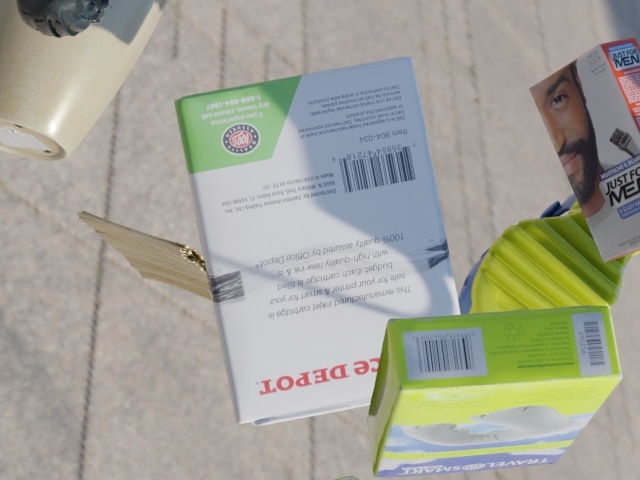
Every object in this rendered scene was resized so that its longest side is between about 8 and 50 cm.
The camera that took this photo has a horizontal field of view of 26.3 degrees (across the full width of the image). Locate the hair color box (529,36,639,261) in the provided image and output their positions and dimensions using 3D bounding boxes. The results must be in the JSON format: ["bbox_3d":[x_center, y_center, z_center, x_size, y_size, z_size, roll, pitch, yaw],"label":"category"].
[{"bbox_3d":[0.255,-0.077,1.167,0.053,0.093,0.167,-15,79,-38],"label":"hair color box"}]

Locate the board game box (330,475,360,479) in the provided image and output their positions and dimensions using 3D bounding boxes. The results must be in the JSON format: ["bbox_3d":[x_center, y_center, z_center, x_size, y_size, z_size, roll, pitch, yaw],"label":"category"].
[{"bbox_3d":[-0.036,0.263,1.188,0.259,0.124,0.039,-3,106,-38],"label":"board game box"}]

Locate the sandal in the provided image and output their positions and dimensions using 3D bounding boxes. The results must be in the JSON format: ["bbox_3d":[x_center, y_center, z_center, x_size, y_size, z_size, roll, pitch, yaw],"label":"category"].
[{"bbox_3d":[0.237,0.028,1.370,0.317,0.138,0.126,-31,79,-42],"label":"sandal"}]

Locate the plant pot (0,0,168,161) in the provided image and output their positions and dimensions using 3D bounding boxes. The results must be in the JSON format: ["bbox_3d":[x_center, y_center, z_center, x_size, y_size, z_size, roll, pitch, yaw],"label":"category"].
[{"bbox_3d":[-0.316,-0.241,1.597,0.256,0.256,0.274,32,66,-49],"label":"plant pot"}]

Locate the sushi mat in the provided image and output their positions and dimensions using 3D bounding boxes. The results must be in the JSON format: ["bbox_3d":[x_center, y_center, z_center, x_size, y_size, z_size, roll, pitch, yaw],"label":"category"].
[{"bbox_3d":[-0.194,0.030,1.725,0.151,0.316,0.019,45,74,-30],"label":"sushi mat"}]

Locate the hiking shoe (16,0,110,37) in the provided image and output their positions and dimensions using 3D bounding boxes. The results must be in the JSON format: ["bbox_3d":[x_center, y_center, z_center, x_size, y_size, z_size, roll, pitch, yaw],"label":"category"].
[{"bbox_3d":[-0.201,-0.263,0.869,0.113,0.132,0.304,77,5,-73],"label":"hiking shoe"}]

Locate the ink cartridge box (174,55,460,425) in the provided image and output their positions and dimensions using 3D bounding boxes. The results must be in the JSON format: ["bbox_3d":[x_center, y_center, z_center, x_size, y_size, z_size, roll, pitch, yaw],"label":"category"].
[{"bbox_3d":[0.000,0.000,1.152,0.115,0.198,0.273,-166,-114,-85],"label":"ink cartridge box"}]

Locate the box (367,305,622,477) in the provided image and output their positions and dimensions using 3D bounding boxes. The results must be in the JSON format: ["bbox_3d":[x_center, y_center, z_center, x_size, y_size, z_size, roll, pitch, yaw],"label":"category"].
[{"bbox_3d":[0.083,0.085,0.717,0.178,0.109,0.042,94,-9,-66],"label":"box"}]
